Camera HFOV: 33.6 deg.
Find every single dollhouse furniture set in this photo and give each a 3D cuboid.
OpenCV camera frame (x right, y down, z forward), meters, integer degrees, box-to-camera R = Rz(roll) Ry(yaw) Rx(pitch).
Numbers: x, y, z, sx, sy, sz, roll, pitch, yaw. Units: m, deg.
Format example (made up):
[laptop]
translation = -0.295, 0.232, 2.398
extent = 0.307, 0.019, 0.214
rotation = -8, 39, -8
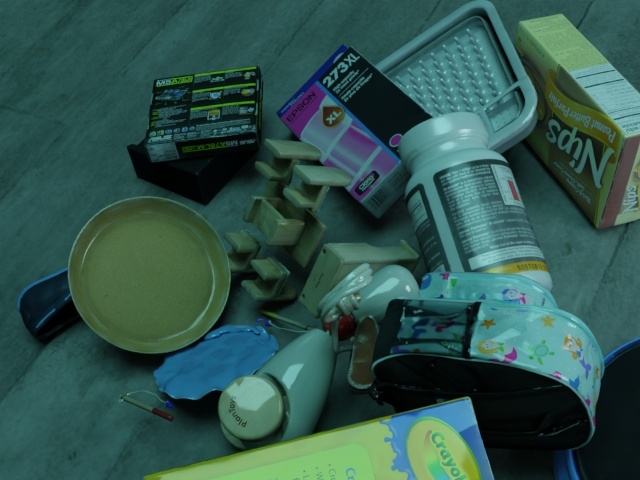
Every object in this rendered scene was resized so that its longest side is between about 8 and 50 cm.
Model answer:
[dollhouse furniture set]
translation = 0.000, 0.000, 1.559
extent = 0.161, 0.212, 0.242
rotation = 0, 34, -43

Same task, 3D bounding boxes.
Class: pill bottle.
[pill bottle]
translation = 0.211, -0.031, 1.507
extent = 0.162, 0.162, 0.278
rotation = -14, 70, -3

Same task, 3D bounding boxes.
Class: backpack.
[backpack]
translation = 0.216, 0.155, 1.296
extent = 0.253, 0.225, 0.191
rotation = 4, 53, 31

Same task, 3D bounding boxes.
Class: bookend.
[bookend]
translation = -0.217, -0.158, 1.815
extent = 0.157, 0.072, 0.156
rotation = 21, 54, 27

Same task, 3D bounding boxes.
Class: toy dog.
[toy dog]
translation = 0.015, 0.189, 1.380
extent = 0.334, 0.220, 0.161
rotation = -43, 79, 11

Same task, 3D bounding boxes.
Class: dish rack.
[dish rack]
translation = 0.210, -0.220, 1.741
extent = 0.285, 0.072, 0.333
rotation = -33, 44, 21

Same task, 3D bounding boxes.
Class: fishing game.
[fishing game]
translation = -0.146, 0.176, 1.494
extent = 0.264, 0.041, 0.189
rotation = -32, 26, -33

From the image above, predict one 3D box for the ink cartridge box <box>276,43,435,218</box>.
[ink cartridge box]
translation = 0.052, -0.202, 1.750
extent = 0.176, 0.069, 0.371
rotation = -45, 43, 5

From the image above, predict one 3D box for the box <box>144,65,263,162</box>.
[box]
translation = -0.193, -0.215, 1.785
extent = 0.191, 0.045, 0.184
rotation = -7, 42, 5

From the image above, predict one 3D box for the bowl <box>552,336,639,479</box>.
[bowl]
translation = 0.484, 0.269, 1.302
extent = 0.391, 0.077, 0.391
rotation = -5, 47, 5

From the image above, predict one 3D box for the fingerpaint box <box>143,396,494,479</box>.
[fingerpaint box]
translation = 0.041, 0.433, 1.107
extent = 0.371, 0.163, 0.445
rotation = -14, 63, -2

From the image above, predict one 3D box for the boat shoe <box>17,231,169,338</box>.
[boat shoe]
translation = -0.329, 0.074, 1.620
extent = 0.258, 0.109, 0.089
rotation = -31, 54, 4

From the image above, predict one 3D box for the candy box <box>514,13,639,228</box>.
[candy box]
translation = 0.404, -0.191, 1.656
extent = 0.087, 0.183, 0.316
rotation = -15, 47, -16

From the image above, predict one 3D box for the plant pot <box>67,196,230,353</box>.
[plant pot]
translation = -0.251, 0.052, 1.558
extent = 0.236, 0.032, 0.236
rotation = 5, 73, -16
